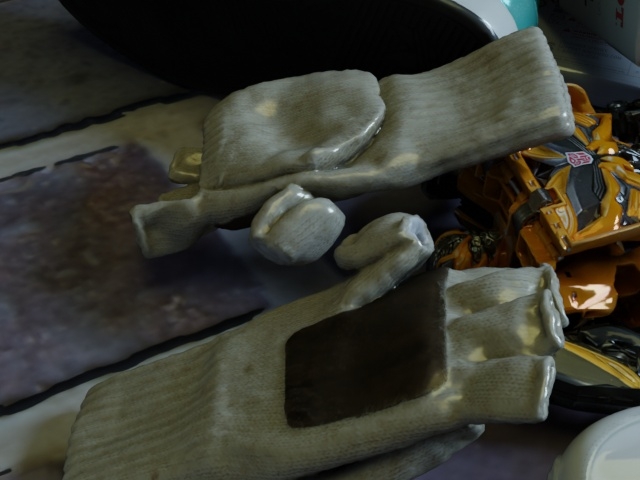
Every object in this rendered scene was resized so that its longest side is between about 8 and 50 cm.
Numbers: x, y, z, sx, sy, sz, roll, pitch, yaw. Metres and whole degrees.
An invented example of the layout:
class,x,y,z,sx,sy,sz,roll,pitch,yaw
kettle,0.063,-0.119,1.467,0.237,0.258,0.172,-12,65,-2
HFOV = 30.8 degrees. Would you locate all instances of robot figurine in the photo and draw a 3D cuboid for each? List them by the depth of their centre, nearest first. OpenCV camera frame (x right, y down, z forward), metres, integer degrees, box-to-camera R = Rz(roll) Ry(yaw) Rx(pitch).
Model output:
class,x,y,z,sx,sy,sz,roll,pitch,yaw
robot figurine,0.190,-0.018,0.531,0.291,0.085,0.211,-7,40,-11

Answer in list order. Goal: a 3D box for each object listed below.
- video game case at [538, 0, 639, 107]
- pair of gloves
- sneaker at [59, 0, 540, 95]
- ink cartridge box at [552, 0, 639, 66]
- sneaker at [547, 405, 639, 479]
class,x,y,z,sx,sy,sz,roll,pitch,yaw
video game case,0.184,-0.141,0.724,0.212,0.023,0.193,14,42,15
pair of gloves,0.000,0.000,0.470,0.204,0.042,0.240,-13,40,21
sneaker,-0.002,-0.174,0.656,0.295,0.124,0.178,18,50,23
ink cartridge box,0.172,-0.199,0.631,0.085,0.148,0.203,-7,29,-10
sneaker,0.193,0.083,0.376,0.232,0.115,0.090,4,66,3
